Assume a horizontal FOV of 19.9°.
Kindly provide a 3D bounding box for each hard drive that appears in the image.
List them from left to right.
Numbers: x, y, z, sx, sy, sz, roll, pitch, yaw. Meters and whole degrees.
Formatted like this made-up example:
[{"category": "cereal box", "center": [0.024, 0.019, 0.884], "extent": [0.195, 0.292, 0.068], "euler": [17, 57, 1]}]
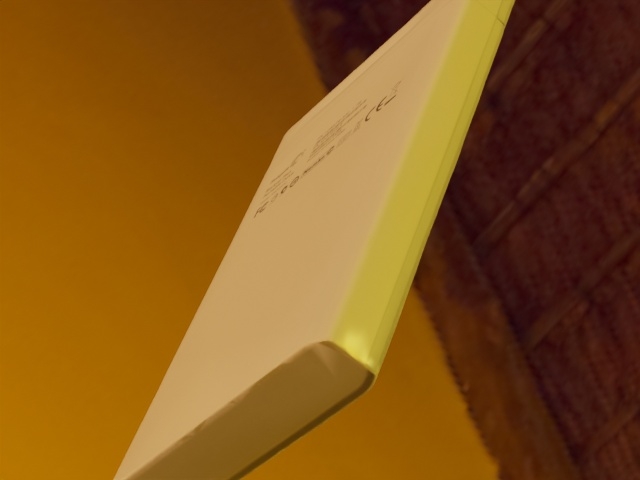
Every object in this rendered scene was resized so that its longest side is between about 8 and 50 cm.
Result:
[{"category": "hard drive", "center": [0.000, 0.000, 1.141], "extent": [0.047, 0.353, 0.233], "euler": [38, -47, -14]}]
